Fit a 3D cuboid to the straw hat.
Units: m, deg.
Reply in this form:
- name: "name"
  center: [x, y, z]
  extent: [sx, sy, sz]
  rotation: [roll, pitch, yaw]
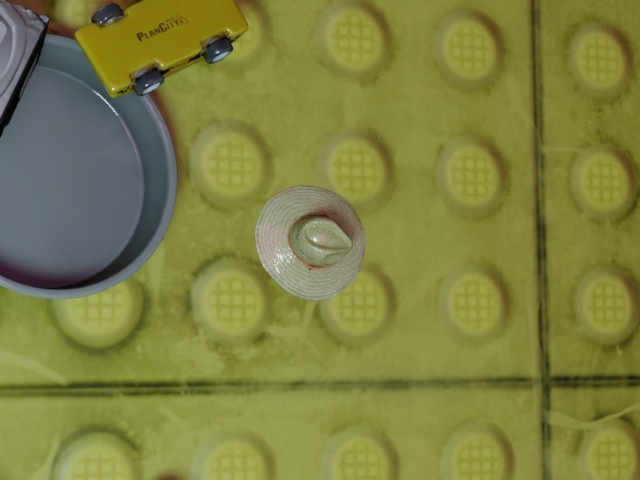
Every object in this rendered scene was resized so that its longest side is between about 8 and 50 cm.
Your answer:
- name: "straw hat"
  center: [0.000, 0.000, 1.811]
  extent: [0.144, 0.061, 0.144]
  rotation: [3, 83, -24]

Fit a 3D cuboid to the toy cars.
- name: "toy cars"
  center: [-0.156, -0.310, 1.747]
  extent: [0.176, 0.087, 0.394]
  rotation: [22, 66, -14]

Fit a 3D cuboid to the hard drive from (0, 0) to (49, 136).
- name: "hard drive"
  center: [-0.459, -0.198, 1.520]
  extent: [0.339, 0.064, 0.237]
  rotation: [19, 39, -6]

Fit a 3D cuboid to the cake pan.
- name: "cake pan"
  center: [-0.297, -0.077, 1.668]
  extent: [0.293, 0.054, 0.293]
  rotation: [8, 74, -28]
